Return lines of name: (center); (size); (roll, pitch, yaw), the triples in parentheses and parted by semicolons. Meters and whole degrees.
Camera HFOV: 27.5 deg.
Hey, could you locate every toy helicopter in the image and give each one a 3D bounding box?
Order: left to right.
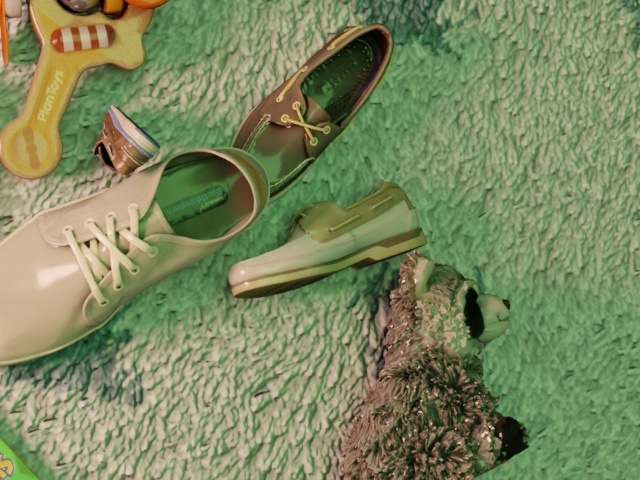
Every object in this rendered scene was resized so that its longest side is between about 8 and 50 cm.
toy helicopter: (-0.345, -0.254, 1.691); (0.235, 0.140, 0.355); (21, 84, -20)

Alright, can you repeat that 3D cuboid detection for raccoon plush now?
raccoon plush: (0.069, 0.207, 1.723); (0.446, 0.216, 0.299); (-23, 81, -21)

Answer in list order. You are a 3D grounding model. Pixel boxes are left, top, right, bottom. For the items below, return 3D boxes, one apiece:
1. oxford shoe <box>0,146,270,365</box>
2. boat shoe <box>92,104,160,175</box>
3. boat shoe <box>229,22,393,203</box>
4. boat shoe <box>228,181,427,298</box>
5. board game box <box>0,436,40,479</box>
oxford shoe: (-0.263, 0.008, 1.652); (0.449, 0.130, 0.169); (-29, 93, -10)
boat shoe: (-0.259, -0.126, 1.677); (0.066, 0.183, 0.066); (42, 88, -20)
boat shoe: (-0.014, -0.178, 1.807); (0.116, 0.097, 0.324); (44, 70, -8)
boat shoe: (0.000, 0.000, 1.781); (0.302, 0.113, 0.103); (-16, 85, -32)
board game box: (-0.462, 0.260, 1.605); (0.124, 0.039, 0.259); (-43, 93, -20)
